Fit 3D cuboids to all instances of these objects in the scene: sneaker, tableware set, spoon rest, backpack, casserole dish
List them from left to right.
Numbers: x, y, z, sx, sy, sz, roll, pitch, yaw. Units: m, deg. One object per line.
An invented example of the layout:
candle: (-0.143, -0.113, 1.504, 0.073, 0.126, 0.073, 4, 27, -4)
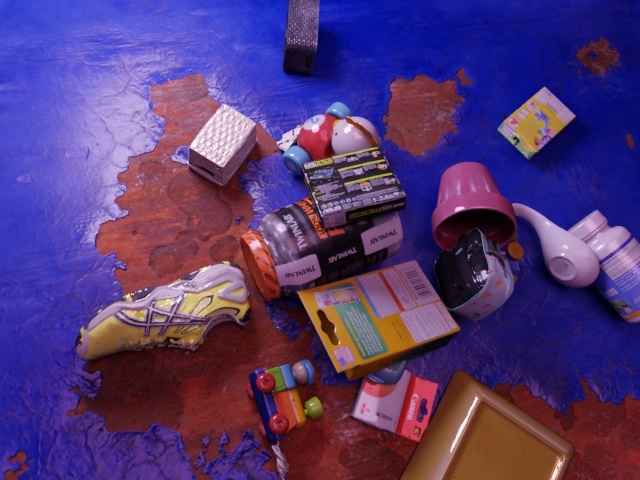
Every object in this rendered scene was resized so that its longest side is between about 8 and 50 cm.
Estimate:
sneaker: (-0.329, 0.176, 1.180, 0.384, 0.145, 0.147, -23, 75, -15)
sneaker: (-0.075, -0.277, 1.441, 0.043, 0.040, 0.109, 29, 63, 14)
casserole dish: (0.157, 0.241, 1.258, 0.114, 0.037, 0.188, 28, 49, 5)
backpack: (0.363, 0.094, 1.285, 0.144, 0.166, 0.188, 36, 33, -19)
tableware set: (0.481, 0.037, 1.424, 0.103, 0.024, 0.154, 6, 67, -16)
spoon rest: (0.586, 0.006, 1.399, 0.084, 0.137, 0.276, -32, 72, -35)

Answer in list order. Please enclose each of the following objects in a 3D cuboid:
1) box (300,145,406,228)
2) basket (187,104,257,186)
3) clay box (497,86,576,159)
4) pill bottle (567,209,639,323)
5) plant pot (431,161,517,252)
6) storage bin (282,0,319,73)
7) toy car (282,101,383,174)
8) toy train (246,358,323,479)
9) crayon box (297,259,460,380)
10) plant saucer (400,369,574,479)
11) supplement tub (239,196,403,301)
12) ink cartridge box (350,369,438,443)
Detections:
box: (0.069, -0.120, 1.198, 0.190, 0.045, 0.184, -14, 45, -8)
basket: (-0.243, -0.240, 1.366, 0.113, 0.103, 0.167, 31, 68, 2)
clay box: (0.607, -0.327, 1.560, 0.222, 0.053, 0.127, -39, 80, -18)
pill bottle: (0.749, 0.061, 1.388, 0.152, 0.152, 0.272, -35, 78, -19)
plant pot: (0.373, -0.088, 1.373, 0.201, 0.201, 0.180, 6, 54, -7)
storage bin: (-0.055, -0.565, 1.505, 0.084, 0.122, 0.180, 4, 69, -7)
toy car: (0.058, -0.247, 1.336, 0.210, 0.238, 0.219, 42, 69, -3)
toy train: (-0.055, 0.386, 1.177, 0.143, 0.105, 0.248, -12, 72, -27)
crayon box: (0.121, 0.176, 1.220, 0.322, 0.083, 0.203, -12, 57, -28)
plant saucer: (0.383, 0.507, 1.202, 0.332, 0.081, 0.333, 33, 69, 2)
supplement tub: (0.000, 0.000, 1.262, 0.337, 0.207, 0.207, -24, 75, -17)
ink cartridge box: (0.173, 0.363, 1.245, 0.179, 0.045, 0.146, 20, 69, 1)
